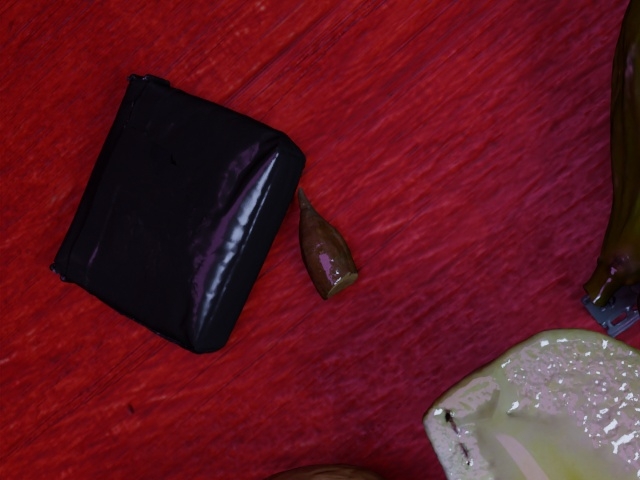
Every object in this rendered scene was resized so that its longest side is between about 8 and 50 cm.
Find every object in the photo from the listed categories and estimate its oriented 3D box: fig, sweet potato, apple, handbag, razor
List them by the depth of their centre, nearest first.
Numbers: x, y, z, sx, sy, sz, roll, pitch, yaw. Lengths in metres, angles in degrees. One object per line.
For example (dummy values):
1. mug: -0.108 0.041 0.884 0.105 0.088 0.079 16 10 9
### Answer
1. apple: 0.208 0.197 0.714 0.193 0.120 0.265 -27 77 5
2. razor: 0.310 0.097 0.773 0.106 0.068 0.232 -38 37 12
3. fig: 0.307 -0.117 0.778 0.314 0.233 0.233 -38 74 22
4. sweet potato: 0.000 0.000 0.955 0.049 0.049 0.117 -25 77 15
5. handbag: -0.155 -0.032 0.995 0.223 0.080 0.247 25 92 20

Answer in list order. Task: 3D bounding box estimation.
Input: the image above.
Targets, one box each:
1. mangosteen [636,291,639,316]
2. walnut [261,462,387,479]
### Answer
1. mangosteen: 0.293 0.051 0.694 0.140 0.140 0.140 -2 84 19
2. walnut: -0.005 0.290 0.837 0.195 0.221 0.195 -12 73 45
